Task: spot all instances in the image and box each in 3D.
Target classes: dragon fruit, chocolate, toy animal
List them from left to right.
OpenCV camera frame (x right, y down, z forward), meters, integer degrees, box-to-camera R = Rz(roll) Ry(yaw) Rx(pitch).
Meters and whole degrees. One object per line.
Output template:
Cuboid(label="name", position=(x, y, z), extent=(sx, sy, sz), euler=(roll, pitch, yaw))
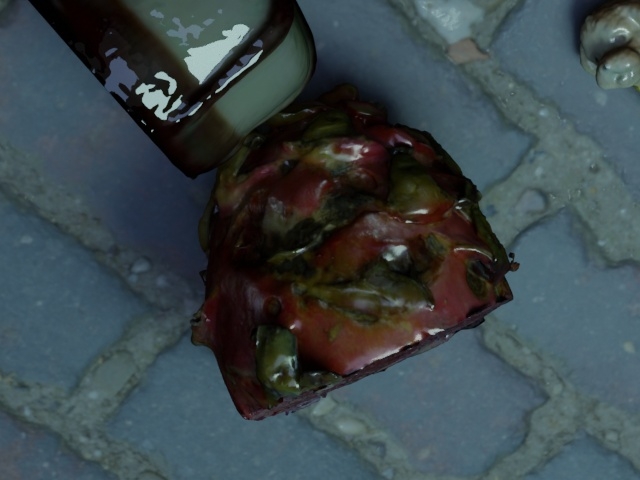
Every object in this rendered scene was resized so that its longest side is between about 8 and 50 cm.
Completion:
Cuboid(label="chocolate", position=(-0.123, -0.201, 1.280), extent=(0.186, 0.283, 0.283), euler=(-42, 113, -2))
Cuboid(label="dragon fruit", position=(0.000, 0.000, 1.388), extent=(0.296, 0.314, 0.263), euler=(-24, 83, -12))
Cuboid(label="toy animal", position=(0.343, -0.186, 1.421), extent=(0.185, 0.104, 0.184), euler=(35, 80, -1))
